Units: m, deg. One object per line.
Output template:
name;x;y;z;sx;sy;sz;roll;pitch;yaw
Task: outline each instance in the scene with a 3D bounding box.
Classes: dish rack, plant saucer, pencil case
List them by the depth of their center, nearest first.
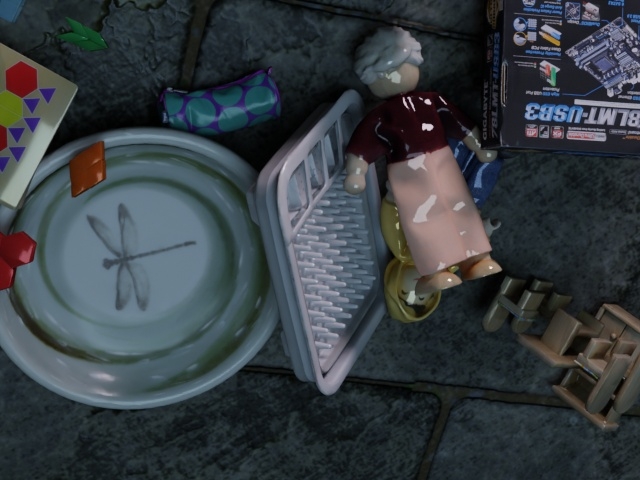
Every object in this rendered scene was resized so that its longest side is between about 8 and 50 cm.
pencil case;-0.128;-0.171;1.614;0.152;0.064;0.070;-13;109;-9
dish rack;0.000;0.000;1.643;0.072;0.285;0.333;1;121;24
plant saucer;-0.237;0.027;1.662;0.400;0.100;0.400;-6;117;-11

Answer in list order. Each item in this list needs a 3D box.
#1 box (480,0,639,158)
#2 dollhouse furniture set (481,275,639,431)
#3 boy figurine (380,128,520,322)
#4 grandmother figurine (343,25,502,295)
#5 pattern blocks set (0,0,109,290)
box;0.353;-0.253;1.634;0.295;0.073;0.293;1;91;-16
dollhouse furniture set;0.363;0.179;1.833;0.242;0.212;0.161;8;114;-47
boy figurine;0.153;-0.023;1.725;0.177;0.092;0.285;25;95;-23
grandmother figurine;0.119;-0.107;1.628;0.208;0.104;0.342;-16;89;-28
pattern blocks set;-0.384;-0.135;1.517;0.285;0.026;0.325;37;96;3
